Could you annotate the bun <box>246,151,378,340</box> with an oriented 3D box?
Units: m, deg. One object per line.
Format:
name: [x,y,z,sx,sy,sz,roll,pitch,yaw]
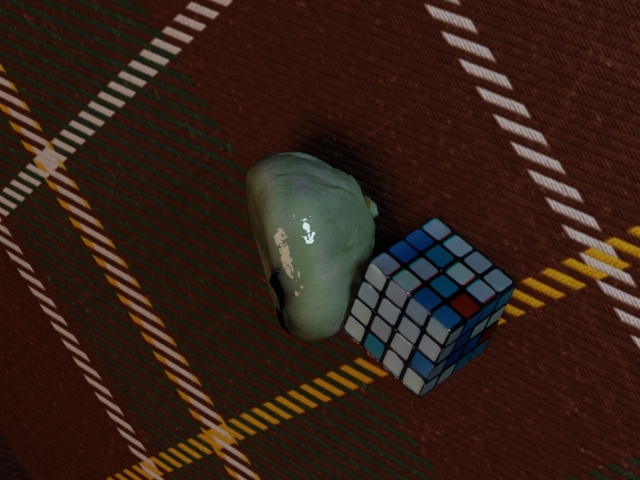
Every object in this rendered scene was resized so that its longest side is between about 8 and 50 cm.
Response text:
bun: [0.000,0.000,2.084,0.283,0.179,0.283,167,90,-84]

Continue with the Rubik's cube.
Rubik's cube: [0.146,0.091,2.006,0.155,0.151,0.154,41,138,21]
